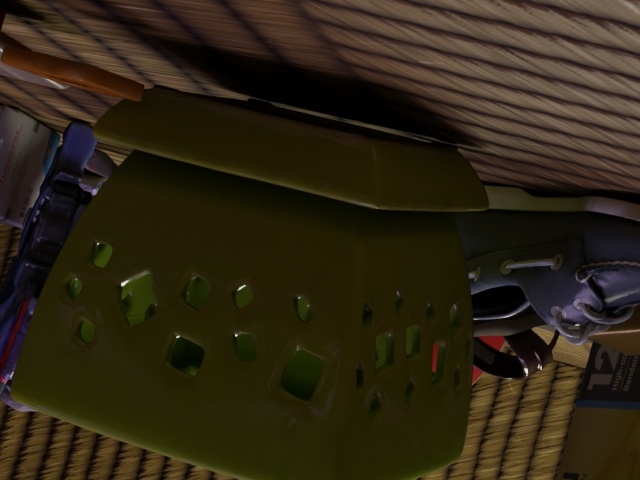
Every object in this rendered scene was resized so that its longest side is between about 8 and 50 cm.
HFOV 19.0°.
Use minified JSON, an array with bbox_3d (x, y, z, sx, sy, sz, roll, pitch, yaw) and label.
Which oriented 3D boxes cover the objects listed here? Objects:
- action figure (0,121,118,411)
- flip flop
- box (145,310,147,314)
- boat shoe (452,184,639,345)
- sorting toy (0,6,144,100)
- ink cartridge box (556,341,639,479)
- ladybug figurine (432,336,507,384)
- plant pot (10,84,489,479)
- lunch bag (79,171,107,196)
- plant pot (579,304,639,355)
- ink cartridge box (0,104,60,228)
[{"bbox_3d":[-0.220,0.035,1.870,0.178,0.341,0.330,21,-153,-9],"label":"action figure"},{"bbox_3d":[0.161,0.087,1.722,0.112,0.080,0.277,7,-176,38],"label":"flip flop"},{"bbox_3d":[-0.064,0.115,1.712,0.203,0.167,0.168,18,176,-22],"label":"box"},{"bbox_3d":[0.187,0.026,1.305,0.116,0.099,0.319,19,175,-33],"label":"boat shoe"},{"bbox_3d":[-0.259,-0.144,1.163,0.347,0.047,0.196,15,179,17],"label":"sorting toy"},{"bbox_3d":[0.251,0.180,1.539,0.072,0.304,0.307,21,168,-23],"label":"ink cartridge box"},{"bbox_3d":[0.025,0.083,2.005,0.305,0.162,0.449,3,173,43],"label":"ladybug figurine"},{"bbox_3d":[-0.027,0.023,1.194,0.227,0.207,0.228,14,-174,24],"label":"plant pot"},{"bbox_3d":[-0.278,-0.056,2.338,0.071,0.053,0.083,12,165,29],"label":"lunch bag"},{"bbox_3d":[0.251,0.038,1.418,0.083,0.082,0.081,-3,165,39],"label":"plant pot"},{"bbox_3d":[-0.318,-0.077,1.856,0.060,0.104,0.180,16,175,11],"label":"ink cartridge box"}]
